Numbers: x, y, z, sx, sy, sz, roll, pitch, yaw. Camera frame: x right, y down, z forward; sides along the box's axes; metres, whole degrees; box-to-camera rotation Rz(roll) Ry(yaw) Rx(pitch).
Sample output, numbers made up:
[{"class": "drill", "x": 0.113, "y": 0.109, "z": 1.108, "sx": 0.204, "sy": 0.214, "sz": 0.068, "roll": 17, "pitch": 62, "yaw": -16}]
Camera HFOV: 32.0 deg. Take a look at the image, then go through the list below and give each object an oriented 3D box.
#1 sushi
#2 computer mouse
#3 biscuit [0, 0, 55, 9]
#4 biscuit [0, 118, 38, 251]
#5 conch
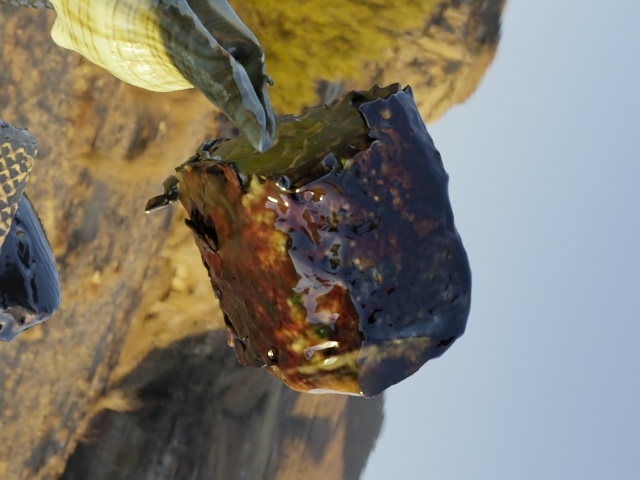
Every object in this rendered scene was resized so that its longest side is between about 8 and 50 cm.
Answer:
[{"class": "sushi", "x": 0.000, "y": -0.003, "z": 1.272, "sx": 0.281, "sy": 0.299, "sz": 0.294, "roll": -36, "pitch": 113, "yaw": -37}, {"class": "computer mouse", "x": -0.404, "y": -0.029, "z": 1.287, "sx": 0.116, "sy": 0.323, "sz": 0.183, "roll": -45, "pitch": 155, "yaw": 12}, {"class": "biscuit", "x": -0.342, "y": -0.321, "z": 1.197, "sx": 0.188, "sy": 0.265, "sz": 0.040, "roll": -32, "pitch": -130, "yaw": 45}, {"class": "biscuit", "x": -0.281, "y": 0.018, "z": 0.754, "sx": 0.108, "sy": 0.061, "sz": 0.239, "roll": 26, "pitch": 80, "yaw": -49}, {"class": "conch", "x": -0.166, "y": -0.217, "z": 1.084, "sx": 0.169, "sy": 0.386, "sz": 0.203, "roll": -36, "pitch": 165, "yaw": 34}]
